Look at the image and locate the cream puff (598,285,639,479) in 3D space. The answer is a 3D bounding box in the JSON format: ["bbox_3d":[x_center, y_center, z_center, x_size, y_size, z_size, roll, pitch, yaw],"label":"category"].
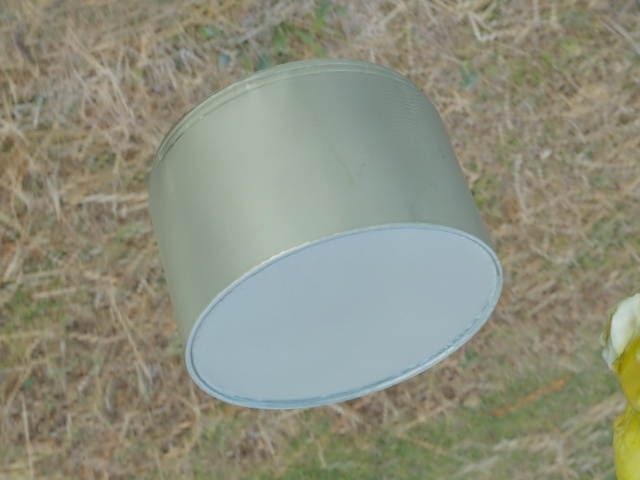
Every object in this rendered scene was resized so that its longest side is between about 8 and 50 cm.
[{"bbox_3d":[0.331,0.092,0.636,0.378,0.378,0.275,-22,87,-4],"label":"cream puff"}]

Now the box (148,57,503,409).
[{"bbox_3d":[0.000,0.000,0.925,0.226,0.149,0.226,-12,146,-8],"label":"box"}]
